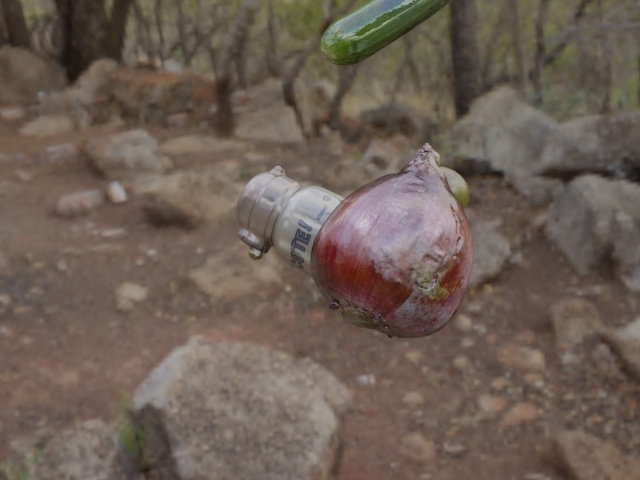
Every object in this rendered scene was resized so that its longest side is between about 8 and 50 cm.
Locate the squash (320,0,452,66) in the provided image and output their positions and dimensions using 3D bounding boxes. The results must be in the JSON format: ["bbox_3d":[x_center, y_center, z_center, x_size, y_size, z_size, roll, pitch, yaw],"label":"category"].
[{"bbox_3d":[0.099,-0.302,1.653,0.229,0.066,0.066,-35,23,-11],"label":"squash"}]

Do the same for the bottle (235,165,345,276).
[{"bbox_3d":[0.000,0.000,1.404,0.209,0.110,0.097,26,-8,20],"label":"bottle"}]

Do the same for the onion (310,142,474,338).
[{"bbox_3d":[0.079,-0.004,1.210,0.159,0.195,0.159,23,-12,5],"label":"onion"}]

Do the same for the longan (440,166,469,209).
[{"bbox_3d":[0.163,-0.068,1.673,0.075,0.083,0.075,-6,53,8],"label":"longan"}]
